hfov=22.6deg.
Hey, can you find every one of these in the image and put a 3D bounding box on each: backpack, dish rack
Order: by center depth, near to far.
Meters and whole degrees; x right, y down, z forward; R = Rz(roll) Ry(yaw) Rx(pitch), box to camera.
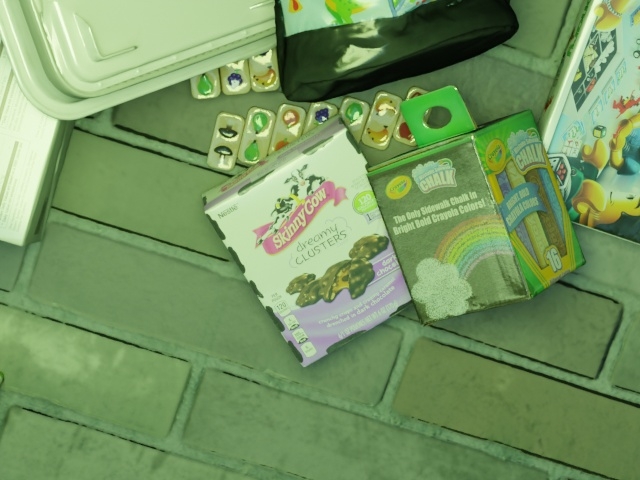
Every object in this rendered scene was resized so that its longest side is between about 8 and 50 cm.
[{"bbox_3d":[-0.152,-0.280,1.432,0.333,0.072,0.285,-26,104,-39],"label":"dish rack"},{"bbox_3d":[0.057,-0.335,1.444,0.273,0.290,0.355,-23,87,38],"label":"backpack"}]

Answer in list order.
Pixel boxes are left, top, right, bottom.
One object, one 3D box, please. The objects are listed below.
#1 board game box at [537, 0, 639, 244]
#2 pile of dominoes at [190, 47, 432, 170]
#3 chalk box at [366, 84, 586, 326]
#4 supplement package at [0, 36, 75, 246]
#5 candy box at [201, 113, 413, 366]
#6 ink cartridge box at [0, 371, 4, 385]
[{"bbox_3d":[0.335,-0.151,1.613,0.193,0.053,0.305,18,100,-6],"label":"board game box"},{"bbox_3d":[-0.005,-0.175,1.601,0.251,0.040,0.196,-6,101,-1],"label":"pile of dominoes"},{"bbox_3d":[0.144,-0.045,1.559,0.132,0.132,0.213,-17,93,36],"label":"chalk box"},{"bbox_3d":[-0.369,-0.124,1.500,0.263,0.199,0.198,16,90,-5],"label":"supplement package"},{"bbox_3d":[0.000,0.000,1.609,0.165,0.070,0.196,-31,108,4],"label":"candy box"},{"bbox_3d":[-0.422,0.144,1.535,0.189,0.255,0.097,36,97,-8],"label":"ink cartridge box"}]
